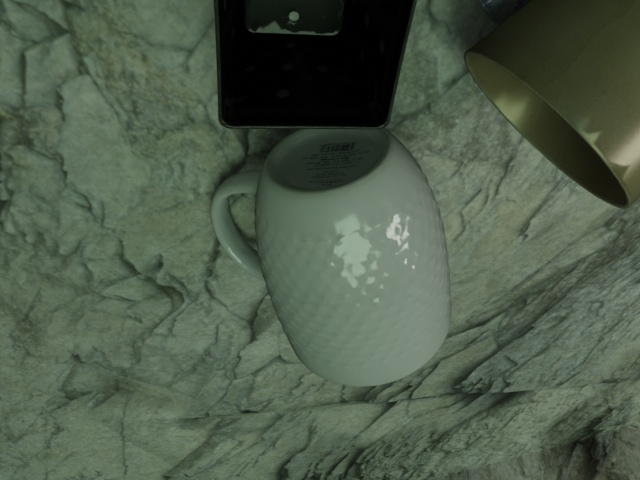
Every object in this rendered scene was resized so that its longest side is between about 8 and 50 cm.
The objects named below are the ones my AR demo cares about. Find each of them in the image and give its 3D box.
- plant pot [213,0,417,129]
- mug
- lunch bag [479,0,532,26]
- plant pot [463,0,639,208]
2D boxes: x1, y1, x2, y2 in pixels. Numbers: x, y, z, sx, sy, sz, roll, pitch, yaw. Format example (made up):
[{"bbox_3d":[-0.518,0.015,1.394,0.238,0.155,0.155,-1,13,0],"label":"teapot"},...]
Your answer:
[{"bbox_3d":[-0.016,-0.245,0.561,0.188,0.167,0.187,-1,137,-9],"label":"plant pot"},{"bbox_3d":[0.000,0.000,0.783,0.374,0.276,0.328,9,137,25],"label":"mug"},{"bbox_3d":[0.240,-0.296,0.640,0.071,0.053,0.083,-36,141,27],"label":"lunch bag"},{"bbox_3d":[0.353,-0.220,0.580,0.274,0.256,0.256,-44,129,14],"label":"plant pot"}]
